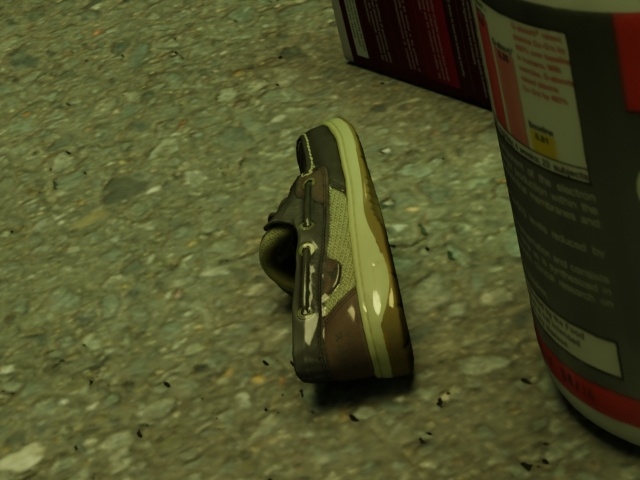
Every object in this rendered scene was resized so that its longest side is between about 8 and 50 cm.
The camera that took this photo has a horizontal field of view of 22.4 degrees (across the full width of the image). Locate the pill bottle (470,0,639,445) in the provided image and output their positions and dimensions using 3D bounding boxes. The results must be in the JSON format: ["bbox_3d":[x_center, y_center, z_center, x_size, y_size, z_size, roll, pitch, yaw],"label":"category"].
[{"bbox_3d":[0.177,-0.096,0.741,0.210,0.363,0.210,-11,32,7],"label":"pill bottle"}]

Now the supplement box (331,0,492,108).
[{"bbox_3d":[0.104,-0.167,1.104,0.073,0.130,0.239,-33,37,-26],"label":"supplement box"}]

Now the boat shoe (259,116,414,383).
[{"bbox_3d":[0.000,0.001,0.936,0.073,0.080,0.223,-11,36,-3],"label":"boat shoe"}]
